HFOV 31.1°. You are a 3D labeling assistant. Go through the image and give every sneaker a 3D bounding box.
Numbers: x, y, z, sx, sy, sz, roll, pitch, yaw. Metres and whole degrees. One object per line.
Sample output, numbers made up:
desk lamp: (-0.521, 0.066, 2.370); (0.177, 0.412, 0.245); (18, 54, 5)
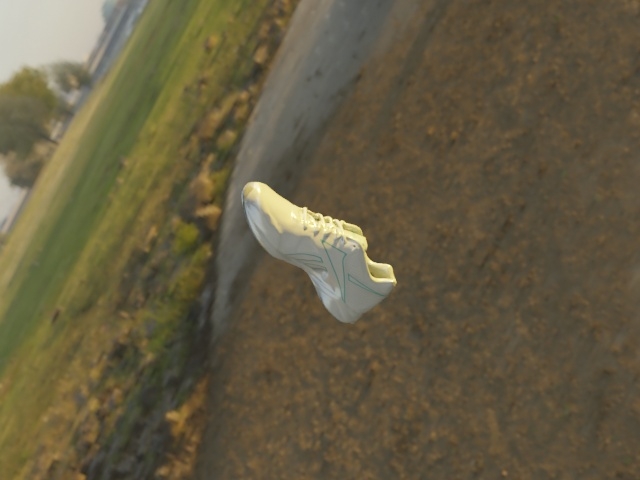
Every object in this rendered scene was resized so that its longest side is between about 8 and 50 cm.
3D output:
sneaker: (0.000, 0.000, 0.907); (0.061, 0.152, 0.054); (-33, 29, 26)
